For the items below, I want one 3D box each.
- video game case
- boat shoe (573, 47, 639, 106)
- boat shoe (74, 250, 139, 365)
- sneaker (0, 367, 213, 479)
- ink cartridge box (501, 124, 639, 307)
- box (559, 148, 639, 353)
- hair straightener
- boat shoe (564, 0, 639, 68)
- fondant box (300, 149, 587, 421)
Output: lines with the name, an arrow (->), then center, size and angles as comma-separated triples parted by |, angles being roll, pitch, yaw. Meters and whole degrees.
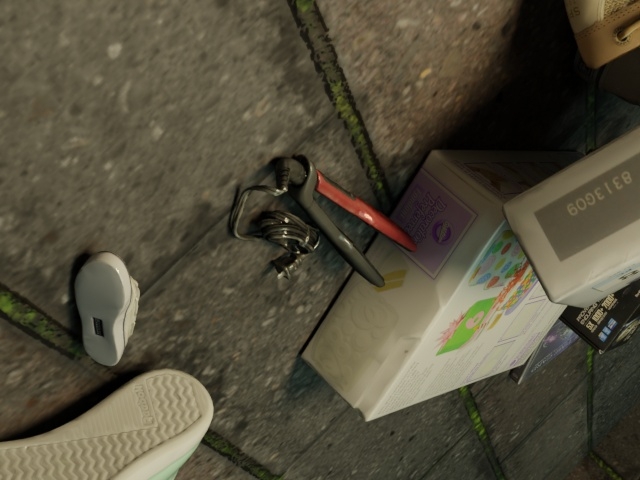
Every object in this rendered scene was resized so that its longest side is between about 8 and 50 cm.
video game case -> 0.375, 0.075, 1.542 | 0.196, 0.026, 0.274 | -30, 151, -32
boat shoe -> 0.410, -0.188, 1.051 | 0.367, 0.156, 0.136 | -21, 145, -43
boat shoe -> -0.131, 0.037, 0.687 | 0.100, 0.035, 0.035 | 98, 15, -46
sneaker -> -0.192, 0.198, 0.752 | 0.256, 0.094, 0.151 | -23, 149, -39
ink cartridge box -> 0.343, -0.046, 0.892 | 0.308, 0.091, 0.385 | -32, 162, 18
box -> 0.325, 0.010, 1.222 | 0.077, 0.147, 0.180 | -9, 136, -53
hair straightener -> 0.000, 0.000, 0.814 | 0.089, 0.047, 0.230 | -50, 155, 5
boat shoe -> 0.337, -0.208, 0.749 | 0.341, 0.110, 0.122 | -13, -176, 30
fondant box -> 0.159, 0.032, 1.056 | 0.330, 0.096, 0.238 | -7, 134, -55
